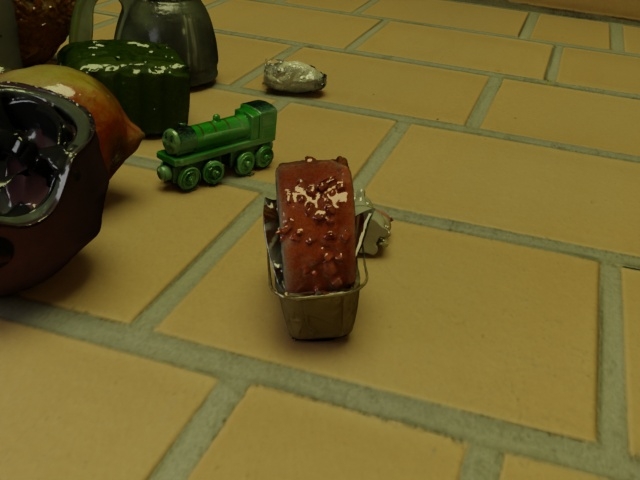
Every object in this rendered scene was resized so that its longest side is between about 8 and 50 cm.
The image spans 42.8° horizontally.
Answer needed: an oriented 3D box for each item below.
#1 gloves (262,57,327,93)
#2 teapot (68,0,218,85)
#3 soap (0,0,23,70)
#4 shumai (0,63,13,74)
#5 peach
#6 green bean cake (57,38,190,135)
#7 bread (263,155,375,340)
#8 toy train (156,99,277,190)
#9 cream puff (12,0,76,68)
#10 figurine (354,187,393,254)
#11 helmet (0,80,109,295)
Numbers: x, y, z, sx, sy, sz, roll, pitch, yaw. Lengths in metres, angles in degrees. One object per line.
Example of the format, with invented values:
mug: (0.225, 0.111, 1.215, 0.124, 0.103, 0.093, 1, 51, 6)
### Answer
gloves: (-0.060, -0.384, 1.922, 0.153, 0.070, 0.114, 4, 21, -2)
teapot: (-0.397, -0.494, 1.894, 0.321, 0.239, 0.239, 5, 26, 3)
soap: (-0.834, -0.412, 1.636, 0.435, 0.213, 0.350, 13, 24, 25)
shumai: (-0.604, -0.210, 1.448, 0.201, 0.201, 0.120, -11, -11, -28)
peach: (-0.406, -0.160, 1.272, 0.256, 0.232, 0.232, 3, 26, -25)
green bean cake: (-0.395, -0.312, 1.632, 0.246, 0.156, 0.250, -3, 28, -19)
bread: (0.000, 0.000, 1.034, 0.142, 0.212, 0.224, -2, 26, -3)
toy train: (-0.177, -0.168, 1.431, 0.085, 0.119, 0.251, 27, 33, 35)
cream puff: (-0.695, -0.507, 1.882, 0.303, 0.212, 0.303, -23, 8, 3)
figurine: (0.061, -0.029, 1.271, 0.098, 0.081, 0.146, 45, 13, -19)
helmet: (-0.425, -0.039, 1.047, 0.338, 0.197, 0.271, -39, 56, -23)
